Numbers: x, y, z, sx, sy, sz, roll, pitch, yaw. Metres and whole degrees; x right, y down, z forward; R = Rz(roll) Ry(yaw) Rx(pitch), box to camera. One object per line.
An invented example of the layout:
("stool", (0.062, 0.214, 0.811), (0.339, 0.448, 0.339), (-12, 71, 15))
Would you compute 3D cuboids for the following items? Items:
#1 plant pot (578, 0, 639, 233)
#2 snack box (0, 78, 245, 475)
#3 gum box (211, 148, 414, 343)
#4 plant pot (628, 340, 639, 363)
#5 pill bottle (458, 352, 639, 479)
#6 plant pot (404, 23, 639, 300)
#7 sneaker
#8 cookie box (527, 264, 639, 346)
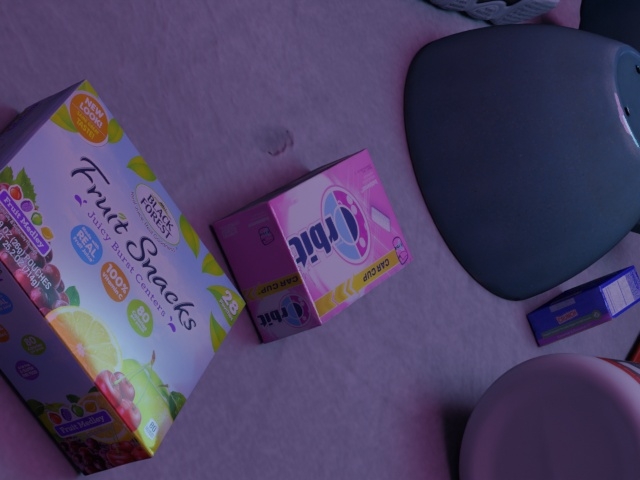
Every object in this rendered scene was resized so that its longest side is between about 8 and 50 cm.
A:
("plant pot", (0.413, -0.153, 1.851), (0.271, 0.271, 0.255), (40, 56, -38))
("snack box", (-0.159, 0.023, 1.072), (0.207, 0.070, 0.174), (57, 35, -20))
("gum box", (0.000, 0.000, 1.324), (0.188, 0.062, 0.107), (-32, 100, -57))
("plant pot", (0.529, 0.201, 1.835), (0.267, 0.267, 0.236), (-44, 120, -55))
("pill bottle", (0.308, 0.222, 1.520), (0.363, 0.210, 0.210), (12, 63, -53))
("plant pot", (0.248, -0.104, 1.625), (0.290, 0.195, 0.290), (33, 47, -44))
("sneaker", (0.170, -0.331, 1.729), (0.268, 0.101, 0.153), (8, 65, -60))
("cookie box", (0.283, 0.069, 1.677), (0.107, 0.091, 0.040), (-21, 87, -57))
